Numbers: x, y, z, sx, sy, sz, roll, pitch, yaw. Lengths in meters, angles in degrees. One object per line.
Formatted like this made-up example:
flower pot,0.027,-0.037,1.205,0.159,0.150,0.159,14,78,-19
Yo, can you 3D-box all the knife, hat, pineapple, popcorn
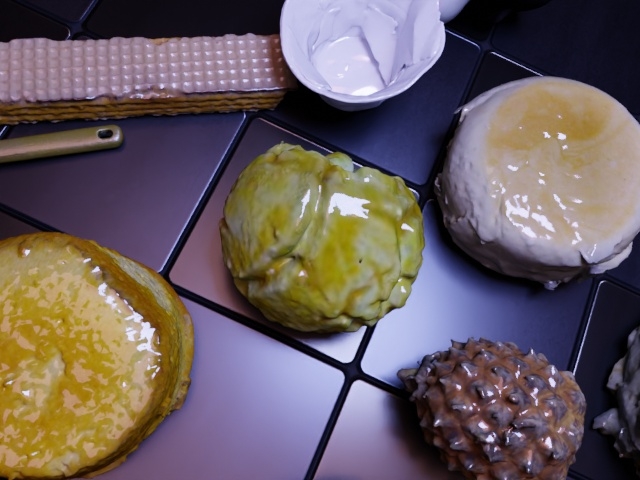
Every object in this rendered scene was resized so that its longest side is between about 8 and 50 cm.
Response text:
knife,-0.408,-0.107,0.692,0.342,0.027,0.061,-12,75,-14
hat,0.046,-0.238,0.741,0.203,0.126,0.203,1,79,-4
pineapple,0.171,0.177,0.627,0.193,0.166,0.166,19,71,16
popcorn,0.000,0.000,0.645,0.221,0.184,0.204,30,102,-2

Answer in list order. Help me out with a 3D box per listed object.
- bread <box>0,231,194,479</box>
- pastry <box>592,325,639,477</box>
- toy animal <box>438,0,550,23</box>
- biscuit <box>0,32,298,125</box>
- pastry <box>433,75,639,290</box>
bread,-0.264,0.115,0.588,0.268,0.146,0.269,1,78,-7
pastry,0.500,0.191,0.682,0.329,0.136,0.330,2,73,-6
toy animal,0.185,-0.390,0.768,0.266,0.212,0.213,-8,75,-14
biscuit,-0.221,-0.203,0.733,0.378,0.054,0.094,-6,74,-10
pastry,0.268,-0.072,0.726,0.264,0.133,0.265,2,74,-7
